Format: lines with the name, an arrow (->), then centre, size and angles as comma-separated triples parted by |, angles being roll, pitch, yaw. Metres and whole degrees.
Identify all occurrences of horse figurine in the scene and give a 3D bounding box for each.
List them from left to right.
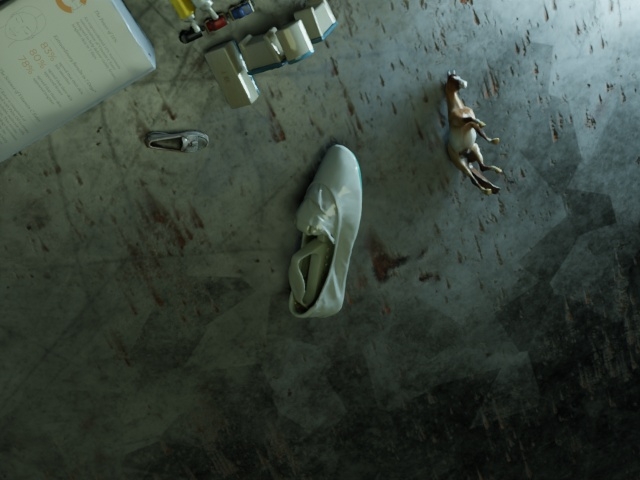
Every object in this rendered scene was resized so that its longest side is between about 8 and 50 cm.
horse figurine -> 0.315, -0.206, 1.653 | 0.066, 0.174, 0.263 | -27, 132, -9

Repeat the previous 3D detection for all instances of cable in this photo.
cable -> -0.276, -0.516, 1.396 | 0.139, 0.072, 0.287 | -47, 116, 4

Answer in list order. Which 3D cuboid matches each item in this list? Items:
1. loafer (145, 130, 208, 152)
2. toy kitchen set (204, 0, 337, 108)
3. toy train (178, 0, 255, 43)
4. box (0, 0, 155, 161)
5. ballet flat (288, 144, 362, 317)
loafer -> -0.284, -0.193, 1.564 | 0.125, 0.039, 0.045 | -1, 114, -13
toy kitchen set -> -0.083, -0.364, 1.522 | 0.207, 0.166, 0.122 | -7, 123, 31
toy train -> -0.195, -0.413, 1.483 | 0.158, 0.036, 0.027 | -27, 118, 0
box -> -0.493, -0.322, 1.380 | 0.345, 0.168, 0.215 | -30, 118, 2
ballet flat -> 0.000, 0.000, 1.661 | 0.139, 0.139, 0.401 | 0, 117, -14
